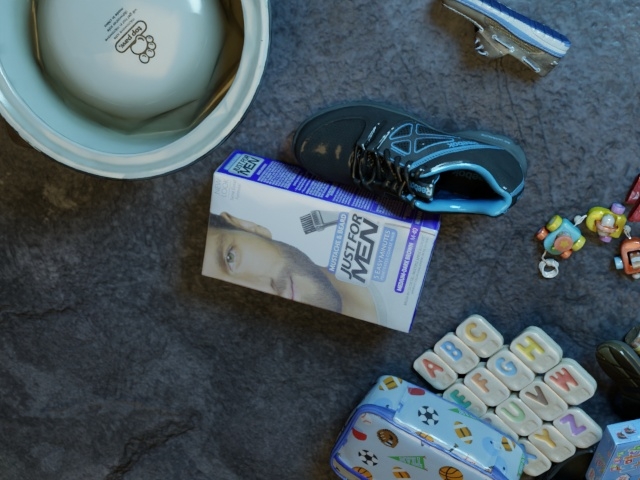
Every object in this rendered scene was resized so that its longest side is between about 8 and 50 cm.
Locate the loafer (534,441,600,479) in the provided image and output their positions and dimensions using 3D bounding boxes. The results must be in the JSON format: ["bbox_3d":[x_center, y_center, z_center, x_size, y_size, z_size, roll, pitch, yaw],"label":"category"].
[{"bbox_3d":[0.406,0.406,1.339,0.076,0.078,0.223,20,118,6],"label":"loafer"}]

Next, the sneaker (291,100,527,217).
[{"bbox_3d":[0.118,-0.112,1.127,0.340,0.140,0.125,8,119,11],"label":"sneaker"}]

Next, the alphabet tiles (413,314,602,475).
[{"bbox_3d":[0.294,0.255,1.286,0.278,0.021,0.284,44,130,2],"label":"alphabet tiles"}]

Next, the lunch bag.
[{"bbox_3d":[0.176,0.377,1.338,0.303,0.115,0.243,31,130,7],"label":"lunch bag"}]

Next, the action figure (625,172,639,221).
[{"bbox_3d":[0.574,-0.045,1.071,0.280,0.091,0.139,20,127,4],"label":"action figure"}]

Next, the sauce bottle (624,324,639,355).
[{"bbox_3d":[0.525,0.178,1.220,0.128,0.042,0.042,35,118,-2],"label":"sauce bottle"}]

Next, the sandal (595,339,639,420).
[{"bbox_3d":[0.496,0.219,1.234,0.219,0.060,0.090,50,152,-21],"label":"sandal"}]

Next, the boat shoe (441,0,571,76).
[{"bbox_3d":[0.235,-0.273,1.061,0.183,0.066,0.066,27,120,0],"label":"boat shoe"}]

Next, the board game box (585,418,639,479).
[{"bbox_3d":[0.524,0.316,1.219,0.211,0.039,0.160,-10,137,-6],"label":"board game box"}]

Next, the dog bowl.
[{"bbox_3d":[-0.260,-0.296,1.091,0.408,0.150,0.408,1,106,3],"label":"dog bowl"}]

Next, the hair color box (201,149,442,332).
[{"bbox_3d":[0.000,0.000,1.229,0.338,0.110,0.185,16,119,8],"label":"hair color box"}]

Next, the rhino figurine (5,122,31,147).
[{"bbox_3d":[-0.393,-0.212,1.243,0.243,0.073,0.106,-14,110,18],"label":"rhino figurine"}]

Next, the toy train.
[{"bbox_3d":[0.401,0.014,1.170,0.166,0.046,0.125,-8,113,17],"label":"toy train"}]
